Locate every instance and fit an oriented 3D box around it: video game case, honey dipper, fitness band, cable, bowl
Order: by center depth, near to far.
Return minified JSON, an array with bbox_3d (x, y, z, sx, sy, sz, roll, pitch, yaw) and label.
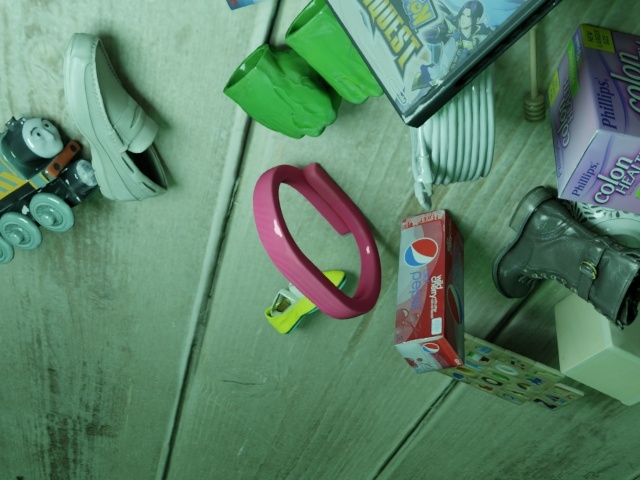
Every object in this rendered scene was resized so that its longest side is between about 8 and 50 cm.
[{"bbox_3d":[0.115,-0.300,0.759,0.248,0.275,0.035,-41,156,28],"label":"video game case"},{"bbox_3d":[0.154,-0.196,0.895,0.089,0.257,0.257,-1,122,4],"label":"cable"},{"bbox_3d":[0.288,-0.230,1.002,0.030,0.030,0.161,-4,134,15],"label":"honey dipper"},{"bbox_3d":[0.467,-0.016,1.171,0.170,0.080,0.170,5,139,4],"label":"bowl"},{"bbox_3d":[0.000,0.000,1.183,0.054,0.209,0.291,-21,130,32],"label":"fitness band"}]

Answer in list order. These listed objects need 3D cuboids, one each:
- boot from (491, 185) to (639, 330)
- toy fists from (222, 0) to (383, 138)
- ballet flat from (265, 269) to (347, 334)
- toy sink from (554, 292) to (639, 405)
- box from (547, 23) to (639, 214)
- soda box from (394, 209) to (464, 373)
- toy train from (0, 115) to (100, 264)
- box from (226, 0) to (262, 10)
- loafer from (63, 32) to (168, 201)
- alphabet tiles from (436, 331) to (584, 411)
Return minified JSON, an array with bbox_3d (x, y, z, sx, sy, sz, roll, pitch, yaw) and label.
[{"bbox_3d":[0.390,0.060,1.164,0.091,0.229,0.263,-28,143,-23],"label":"boot"},{"bbox_3d":[-0.003,-0.229,0.994,0.142,0.096,0.279,38,140,-23],"label":"toy fists"},{"bbox_3d":[-0.039,0.111,1.428,0.077,0.077,0.231,38,136,-7],"label":"ballet flat"},{"bbox_3d":[0.556,0.196,1.342,0.234,0.153,0.131,24,138,-17],"label":"toy sink"},{"bbox_3d":[0.428,-0.142,0.931,0.242,0.214,0.117,11,140,-1],"label":"box"},{"bbox_3d":[0.179,0.077,1.193,0.083,0.263,0.092,-16,134,26],"label":"soda box"},{"bbox_3d":[-0.526,-0.085,1.256,0.334,0.142,0.190,-22,120,32],"label":"toy train"},{"bbox_3d":[-0.082,-0.399,0.867,0.159,0.044,0.233,-9,136,21],"label":"box"},{"bbox_3d":[-0.304,-0.178,1.125,0.111,0.112,0.319,1,147,2],"label":"loafer"},{"bbox_3d":[0.324,0.251,1.454,0.342,0.011,0.285,22,159,7],"label":"alphabet tiles"}]
